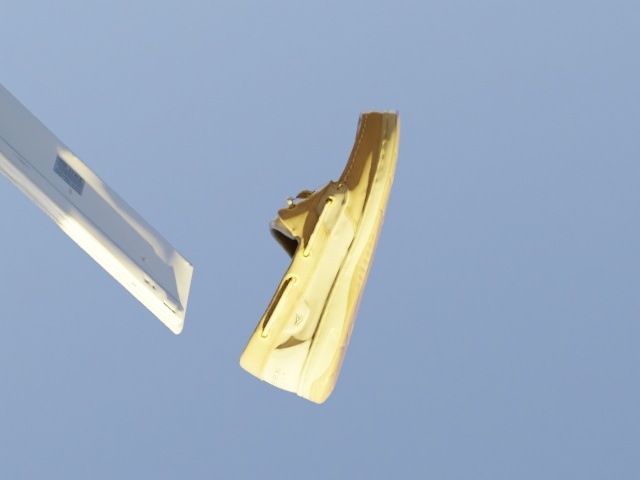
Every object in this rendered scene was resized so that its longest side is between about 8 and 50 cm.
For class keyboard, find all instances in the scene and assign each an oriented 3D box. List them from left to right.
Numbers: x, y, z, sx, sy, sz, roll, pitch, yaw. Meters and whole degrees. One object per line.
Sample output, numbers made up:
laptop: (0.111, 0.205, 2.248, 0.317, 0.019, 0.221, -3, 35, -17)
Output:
keyboard: (-0.174, -0.037, 1.301, 0.014, 0.256, 0.072, -32, -148, 22)

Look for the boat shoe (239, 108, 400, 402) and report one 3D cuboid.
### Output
boat shoe: (0.000, 0.000, 1.024, 0.059, 0.063, 0.170, 16, -112, 4)
